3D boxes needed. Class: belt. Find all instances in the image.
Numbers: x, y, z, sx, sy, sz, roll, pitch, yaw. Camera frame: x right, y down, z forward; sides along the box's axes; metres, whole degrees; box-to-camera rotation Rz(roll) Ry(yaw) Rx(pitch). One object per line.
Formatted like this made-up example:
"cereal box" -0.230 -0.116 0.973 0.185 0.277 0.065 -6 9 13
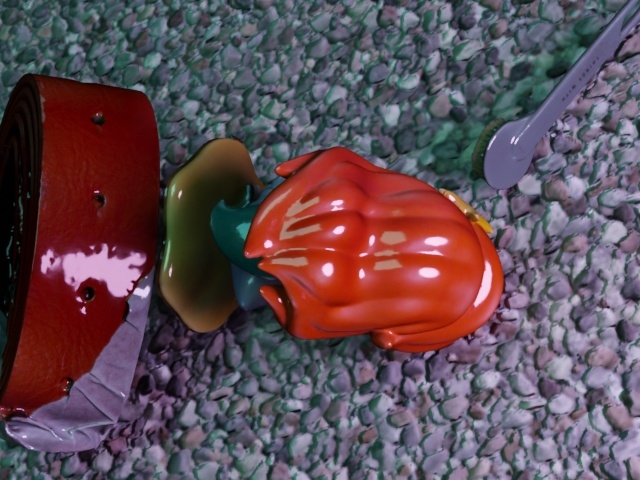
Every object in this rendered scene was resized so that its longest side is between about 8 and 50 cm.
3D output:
"belt" -0.223 0.022 1.674 0.227 0.115 0.324 158 118 -67

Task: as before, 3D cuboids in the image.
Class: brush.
"brush" 0.221 -0.148 1.645 0.266 0.062 0.027 -48 46 -10

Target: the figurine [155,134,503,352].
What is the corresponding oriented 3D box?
"figurine" 0.000 0.009 1.574 0.257 0.208 0.181 5 47 36
